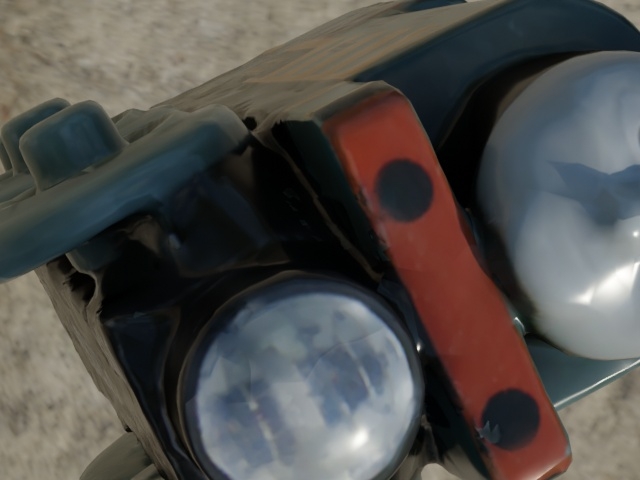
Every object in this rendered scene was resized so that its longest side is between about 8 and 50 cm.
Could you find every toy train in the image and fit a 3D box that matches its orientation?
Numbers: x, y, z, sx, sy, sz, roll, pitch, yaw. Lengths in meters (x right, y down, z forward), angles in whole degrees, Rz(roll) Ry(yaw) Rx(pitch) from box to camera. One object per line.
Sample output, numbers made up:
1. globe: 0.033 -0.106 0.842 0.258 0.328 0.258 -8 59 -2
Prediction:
1. toy train: 0.000 0.000 0.554 0.190 0.334 0.142 -28 98 -9
